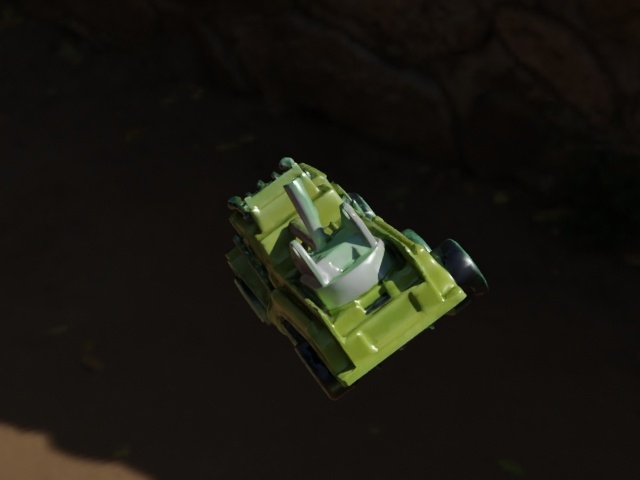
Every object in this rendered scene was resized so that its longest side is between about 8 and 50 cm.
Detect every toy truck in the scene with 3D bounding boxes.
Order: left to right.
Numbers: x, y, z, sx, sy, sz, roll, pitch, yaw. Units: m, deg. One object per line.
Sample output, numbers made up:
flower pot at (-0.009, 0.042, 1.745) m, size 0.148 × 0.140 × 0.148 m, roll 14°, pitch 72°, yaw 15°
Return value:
toy truck at (0.001, 0.002, 1.133) m, size 0.128 × 0.135 × 0.259 m, roll -37°, pitch 17°, yaw -6°
